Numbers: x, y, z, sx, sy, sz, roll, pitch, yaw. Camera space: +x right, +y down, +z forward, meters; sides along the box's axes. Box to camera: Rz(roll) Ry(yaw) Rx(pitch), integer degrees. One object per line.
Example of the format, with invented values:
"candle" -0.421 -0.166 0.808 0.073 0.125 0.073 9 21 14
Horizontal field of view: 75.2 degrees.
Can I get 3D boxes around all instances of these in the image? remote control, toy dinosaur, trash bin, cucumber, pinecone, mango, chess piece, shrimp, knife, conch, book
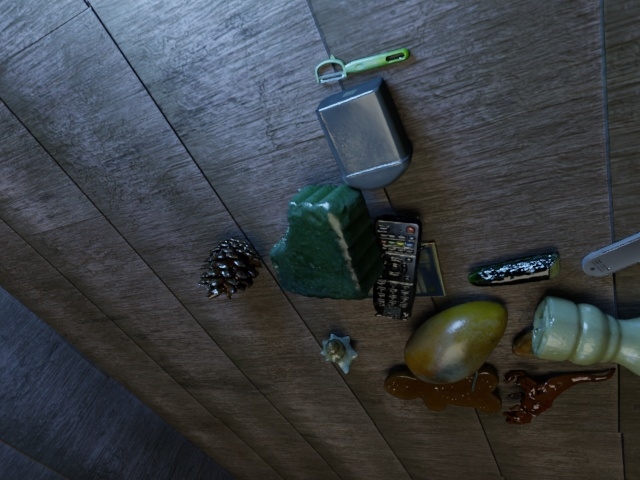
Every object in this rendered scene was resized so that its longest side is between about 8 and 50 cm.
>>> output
"remote control" 0.782 0.023 1.038 0.077 0.022 0.245 39 132 -15
"toy dinosaur" 0.764 0.518 1.445 0.208 0.097 0.432 35 125 -3
"trash bin" 0.109 -0.235 0.974 0.177 0.101 0.236 -11 125 29
"cucumber" 0.531 0.088 1.150 0.242 0.074 0.074 -15 125 33
"pinecone" -0.293 0.095 1.339 0.179 0.204 0.184 30 150 -5
"mango" 0.428 0.327 1.325 0.221 0.199 0.384 41 119 -10
"chess piece" 0.833 0.275 1.133 0.443 0.234 0.234 10 134 16
"shrimp" 0.698 0.324 1.336 0.133 0.051 0.187 3 141 -10
"knife" 0.086 -0.388 0.898 0.212 0.015 0.054 -4 122 22
"remote control" 0.227 0.087 1.231 0.145 0.062 0.398 6 130 13
"conch" 0.086 0.431 1.584 0.114 0.137 0.234 -41 125 10
"book" 0.212 0.102 1.305 0.323 0.018 0.228 -5 128 23

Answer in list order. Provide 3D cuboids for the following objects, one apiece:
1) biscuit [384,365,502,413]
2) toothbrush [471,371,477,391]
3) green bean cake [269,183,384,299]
"biscuit" 0.461 0.553 1.604 0.433 0.064 0.282 -5 123 21
"toothbrush" 0.555 0.481 1.476 0.014 0.011 0.167 2 124 7
"green bean cake" 0.000 0.000 1.149 0.300 0.169 0.307 3 124 36
